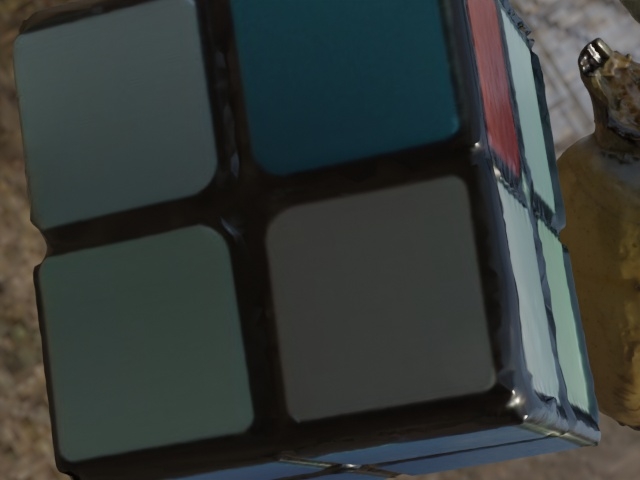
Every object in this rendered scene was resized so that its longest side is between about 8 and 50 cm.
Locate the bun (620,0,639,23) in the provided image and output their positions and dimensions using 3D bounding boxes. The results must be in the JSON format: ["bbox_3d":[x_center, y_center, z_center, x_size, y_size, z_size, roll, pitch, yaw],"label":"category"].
[{"bbox_3d":[0.243,-0.165,1.291,0.083,0.045,0.083,24,28,-13],"label":"bun"}]

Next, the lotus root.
[{"bbox_3d":[0.177,-0.001,0.982,0.125,0.118,0.220,-31,120,-52],"label":"lotus root"}]

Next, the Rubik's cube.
[{"bbox_3d":[0.001,0.000,0.708,0.183,0.167,0.180,34,47,-71],"label":"Rubik's cube"}]
